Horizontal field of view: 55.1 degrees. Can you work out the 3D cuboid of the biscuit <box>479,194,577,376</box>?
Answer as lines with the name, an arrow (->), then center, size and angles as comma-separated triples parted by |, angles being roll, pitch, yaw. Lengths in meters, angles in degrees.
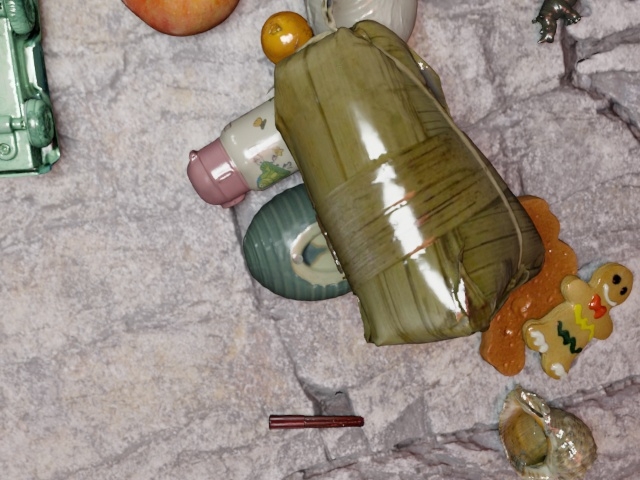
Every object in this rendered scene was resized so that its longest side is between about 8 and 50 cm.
biscuit -> 0.369, 0.082, 1.107 | 0.202, 0.047, 0.334 | -14, 107, -11

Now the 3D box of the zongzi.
zongzi -> 0.145, -0.129, 0.901 | 0.218, 0.467, 0.500 | -26, 86, 32

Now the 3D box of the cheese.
cheese -> 0.060, -0.349, 0.890 | 0.154, 0.198, 0.189 | -1, 119, 21

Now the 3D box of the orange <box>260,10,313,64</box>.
orange -> -0.051, -0.306, 0.933 | 0.083, 0.083, 0.084 | -2, 103, -9

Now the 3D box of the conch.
conch -> 0.413, 0.368, 1.141 | 0.155, 0.130, 0.207 | -41, 92, -12

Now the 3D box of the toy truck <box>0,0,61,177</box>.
toy truck -> -0.453, -0.227, 0.844 | 0.154, 0.156, 0.279 | -5, 103, -8

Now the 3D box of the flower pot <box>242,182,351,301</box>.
flower pot -> 0.000, 0.000, 0.972 | 0.243, 0.157, 0.189 | -18, 104, -12

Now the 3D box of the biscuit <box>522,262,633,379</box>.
biscuit -> 0.475, 0.136, 1.108 | 0.240, 0.035, 0.158 | -45, 114, -2

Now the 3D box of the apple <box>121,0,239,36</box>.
apple -> -0.194, -0.394, 0.845 | 0.209, 0.164, 0.210 | -3, 105, -10

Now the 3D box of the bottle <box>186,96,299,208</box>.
bottle -> -0.085, -0.144, 0.946 | 0.253, 0.120, 0.120 | -31, 106, 0

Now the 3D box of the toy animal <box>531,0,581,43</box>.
toy animal -> 0.396, -0.380, 1.008 | 0.065, 0.047, 0.136 | 35, 97, -10

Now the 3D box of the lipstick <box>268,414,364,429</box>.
lipstick -> -0.006, 0.330, 1.116 | 0.176, 0.027, 0.027 | 3, 102, -11
